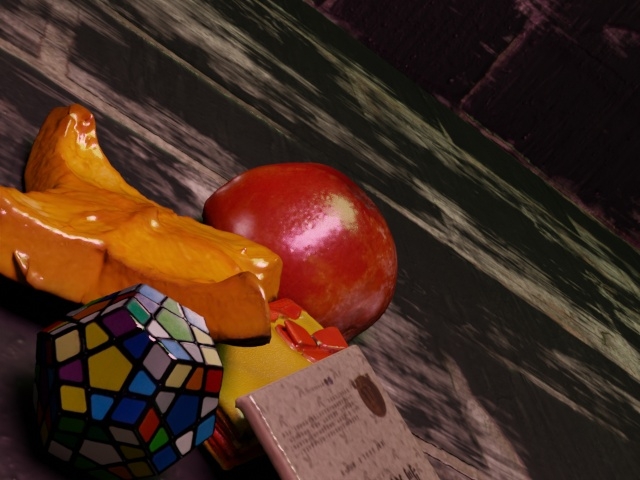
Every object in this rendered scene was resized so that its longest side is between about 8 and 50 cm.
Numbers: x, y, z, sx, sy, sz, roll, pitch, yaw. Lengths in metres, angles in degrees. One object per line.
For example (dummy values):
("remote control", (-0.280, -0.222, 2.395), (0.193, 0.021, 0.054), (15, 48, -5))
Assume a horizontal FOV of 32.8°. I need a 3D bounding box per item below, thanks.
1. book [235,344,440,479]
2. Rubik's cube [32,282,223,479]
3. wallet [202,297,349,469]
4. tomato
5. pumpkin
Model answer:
("book", (0.066, 0.231, 0.834), (0.310, 0.021, 0.217), (58, 21, 9))
("Rubik's cube", (-0.128, 0.094, 0.718), (0.112, 0.133, 0.133), (20, 3, 37))
("wallet", (-0.048, 0.107, 0.923), (0.141, 0.067, 0.241), (45, 19, 18))
("tomato", (0.000, 0.000, 1.144), (0.200, 0.139, 0.233), (55, 22, 19))
("pumpkin", (-0.150, -0.007, 0.885), (0.258, 0.095, 0.290), (23, 15, -4))
